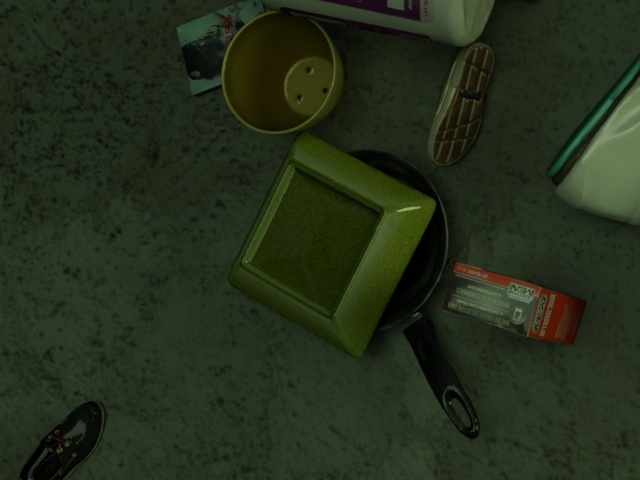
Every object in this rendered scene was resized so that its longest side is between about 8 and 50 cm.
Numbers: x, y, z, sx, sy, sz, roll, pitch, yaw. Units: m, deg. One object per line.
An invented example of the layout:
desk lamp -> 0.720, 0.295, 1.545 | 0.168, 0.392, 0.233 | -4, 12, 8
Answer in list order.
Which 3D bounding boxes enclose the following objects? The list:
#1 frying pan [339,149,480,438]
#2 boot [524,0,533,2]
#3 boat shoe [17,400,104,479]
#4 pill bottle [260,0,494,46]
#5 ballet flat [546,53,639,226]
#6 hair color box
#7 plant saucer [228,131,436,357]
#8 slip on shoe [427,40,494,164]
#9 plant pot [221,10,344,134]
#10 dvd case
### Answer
frying pan -> 0.096, 0.037, 1.821 | 0.326, 0.053, 0.197 | 36, 100, 23
boot -> 0.183, -0.261, 1.827 | 0.114, 0.037, 0.106 | 14, 93, 20
boat shoe -> -0.297, 0.240, 1.981 | 0.049, 0.042, 0.133 | 43, 100, 23
pill bottle -> 0.027, -0.306, 1.771 | 0.301, 0.169, 0.169 | 14, 90, 17
ballet flat -> 0.379, -0.184, 1.695 | 0.139, 0.139, 0.400 | 39, 104, 22
hair color box -> 0.194, 0.064, 1.714 | 0.093, 0.167, 0.053 | 17, 92, 24
plant saucer -> 0.000, 0.000, 1.825 | 0.188, 0.045, 0.188 | 29, 97, 27
slip on shoe -> 0.144, -0.147, 1.829 | 0.041, 0.051, 0.135 | 33, 111, 63
plant pot -> -0.028, -0.175, 1.874 | 0.134, 0.095, 0.134 | -3, 83, 23
dvd case -> -0.102, -0.222, 1.957 | 0.119, 0.013, 0.087 | -17, 78, 20
